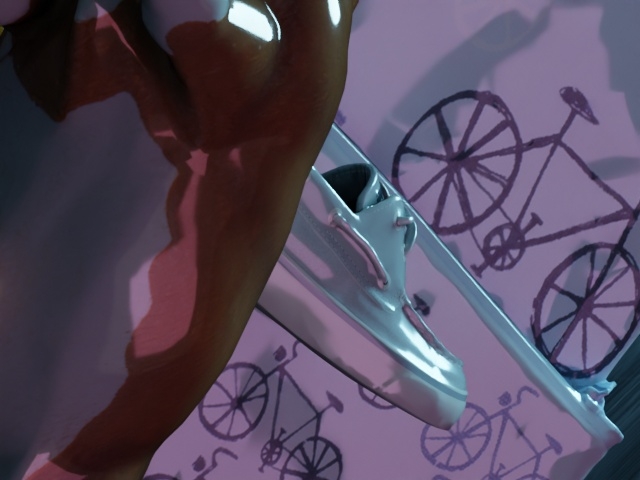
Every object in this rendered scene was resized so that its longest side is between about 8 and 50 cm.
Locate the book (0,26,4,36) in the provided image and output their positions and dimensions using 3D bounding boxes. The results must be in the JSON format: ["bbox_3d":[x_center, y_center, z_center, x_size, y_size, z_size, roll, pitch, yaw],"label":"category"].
[{"bbox_3d":[-0.101,-0.076,0.562,0.144,0.035,0.096,-40,150,-34],"label":"book"}]

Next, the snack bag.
[{"bbox_3d":[0.038,-0.003,0.741,0.342,0.037,0.323,-49,130,-8],"label":"snack bag"}]

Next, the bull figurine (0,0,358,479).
[{"bbox_3d":[-0.062,-0.021,0.507,0.310,0.101,0.188,-68,162,4],"label":"bull figurine"}]

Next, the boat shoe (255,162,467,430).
[{"bbox_3d":[0.000,0.000,0.657,0.184,0.066,0.063,41,85,-30],"label":"boat shoe"}]
